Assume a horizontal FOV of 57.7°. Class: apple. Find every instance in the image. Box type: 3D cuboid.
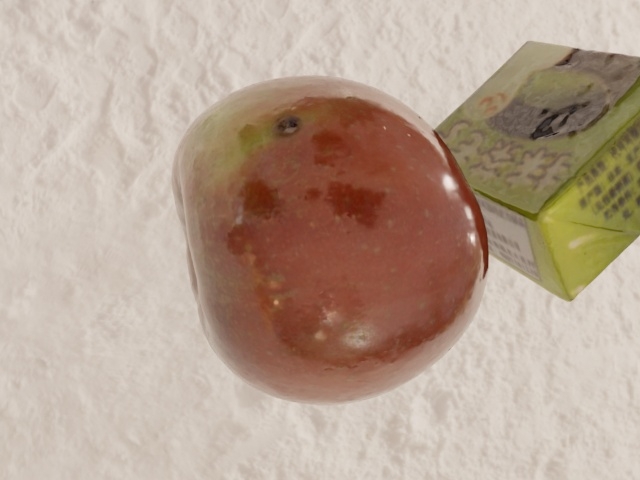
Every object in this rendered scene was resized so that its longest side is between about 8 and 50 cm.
[{"bbox_3d":[0.000,0.000,0.614,0.277,0.348,0.348,-12,88,-15],"label":"apple"}]

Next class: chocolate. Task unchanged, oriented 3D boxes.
[{"bbox_3d":[0.295,-0.115,0.755,0.289,0.301,0.137,-44,124,-3],"label":"chocolate"}]
